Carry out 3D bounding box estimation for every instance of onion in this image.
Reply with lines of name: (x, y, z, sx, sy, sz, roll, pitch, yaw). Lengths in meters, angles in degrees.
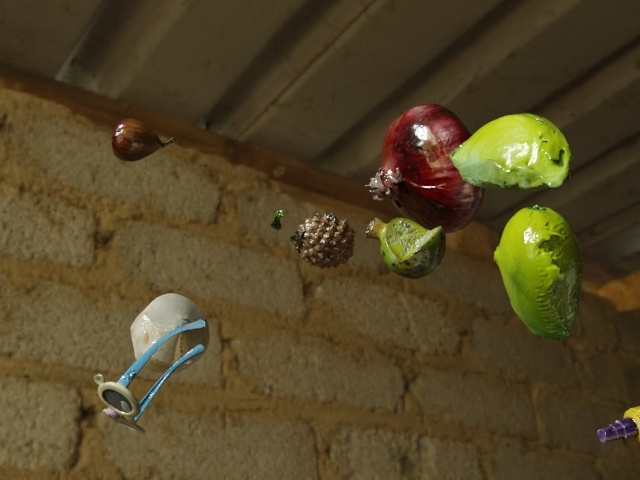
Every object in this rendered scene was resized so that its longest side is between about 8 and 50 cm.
onion: (0.256, -0.172, 2.059, 0.286, 0.347, 0.347, -20, -22, -20)

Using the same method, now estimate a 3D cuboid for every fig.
fig: (-0.356, -0.198, 1.614, 0.125, 0.088, 0.089, 7, -29, -11)

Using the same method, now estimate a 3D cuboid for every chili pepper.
chili pepper: (-0.122, -0.057, 2.236, 0.034, 0.030, 0.091, -3, -27, -11)

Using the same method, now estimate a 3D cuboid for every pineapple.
pineapple: (0.000, 0.000, 2.312, 0.193, 0.166, 0.166, 4, -28, -29)

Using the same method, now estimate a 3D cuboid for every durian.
durian: (0.311, -0.130, 1.262, 0.101, 0.139, 0.250, 42, -15, -32)

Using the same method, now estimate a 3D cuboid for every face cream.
face cream: (0.743, 0.399, 1.778, 0.274, 0.078, 0.078, -12, -26, -12)

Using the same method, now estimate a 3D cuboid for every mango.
mango: (0.276, 0.043, 1.007, 0.100, 0.119, 0.178, -2, -67, 35)

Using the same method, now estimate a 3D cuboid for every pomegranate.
pomegranate: (0.180, 0.018, 1.703, 0.169, 0.143, 0.122, 7, -50, 15)

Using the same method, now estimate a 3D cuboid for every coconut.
coconut: (-0.443, 0.274, 2.354, 0.241, 0.241, 0.241, -3, -28, -1)

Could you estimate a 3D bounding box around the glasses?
glasses: (-0.276, 0.245, 1.404, 0.221, 0.088, 0.189, -33, -23, -25)
